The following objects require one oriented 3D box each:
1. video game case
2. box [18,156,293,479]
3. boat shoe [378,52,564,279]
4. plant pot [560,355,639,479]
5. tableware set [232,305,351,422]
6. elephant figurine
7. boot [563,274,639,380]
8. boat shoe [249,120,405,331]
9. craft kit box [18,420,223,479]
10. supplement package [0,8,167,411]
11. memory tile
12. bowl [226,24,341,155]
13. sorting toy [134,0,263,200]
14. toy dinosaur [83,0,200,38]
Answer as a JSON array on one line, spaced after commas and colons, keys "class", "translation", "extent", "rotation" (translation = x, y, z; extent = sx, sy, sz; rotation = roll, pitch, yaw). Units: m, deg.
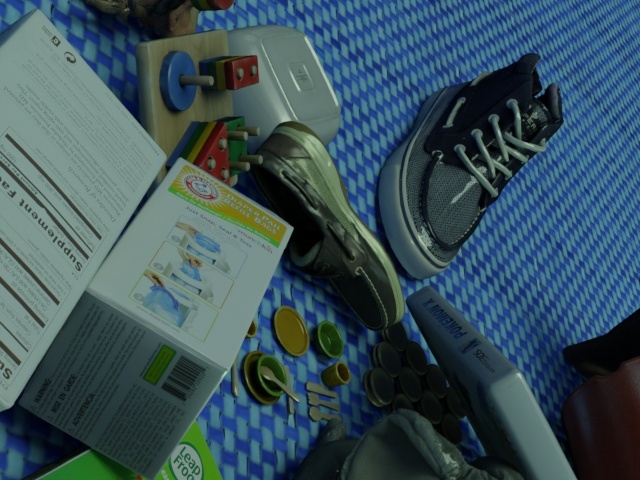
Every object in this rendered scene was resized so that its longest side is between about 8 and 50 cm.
[{"class": "video game case", "translation": [0.194, 0.218, 1.127], "extent": [0.329, 0.036, 0.300], "rotation": [62, -3, -14]}, {"class": "box", "translation": [-0.106, 0.047, 0.845], "extent": [0.103, 0.114, 0.203], "rotation": [32, 29, -5]}, {"class": "boat shoe", "translation": [0.178, -0.099, 1.372], "extent": [0.127, 0.158, 0.340], "rotation": [50, 34, -22]}, {"class": "plant pot", "translation": [0.407, 0.282, 1.378], "extent": [0.272, 0.272, 0.265], "rotation": [24, 41, -47]}, {"class": "tableware set", "translation": [-0.024, 0.100, 1.066], "extent": [0.154, 0.024, 0.104], "rotation": [24, 50, -46]}, {"class": "elephant figurine", "translation": [0.088, 0.215, 0.945], "extent": [0.169, 0.239, 0.186], "rotation": [-17, 83, -58]}, {"class": "boot", "translation": [0.386, 0.121, 1.484], "extent": [0.248, 0.206, 0.090], "rotation": [39, 46, -37]}, {"class": "boat shoe", "translation": [0.000, -0.001, 1.131], "extent": [0.073, 0.080, 0.224], "rotation": [-41, 113, -31]}, {"class": "craft kit box", "translation": [-0.123, 0.257, 0.786], "extent": [0.246, 0.061, 0.250], "rotation": [-24, 89, -61]}, {"class": "supplement package", "translation": [-0.221, -0.005, 0.740], "extent": [0.134, 0.139, 0.244], "rotation": [50, 36, -21]}, {"class": "memory tile", "translation": [0.097, 0.155, 1.216], "extent": [0.148, 0.012, 0.113], "rotation": [49, 35, -25]}, {"class": "bowl", "translation": [-0.038, -0.150, 1.192], "extent": [0.142, 0.053, 0.142], "rotation": [-21, 86, -57]}, {"class": "sorting toy", "translation": [-0.090, -0.088, 0.976], "extent": [0.132, 0.046, 0.275], "rotation": [-30, 121, -63]}, {"class": "toy dinosaur", "translation": [-0.191, -0.279, 1.006], "extent": [0.295, 0.127, 0.200], "rotation": [20, 87, -29]}]
